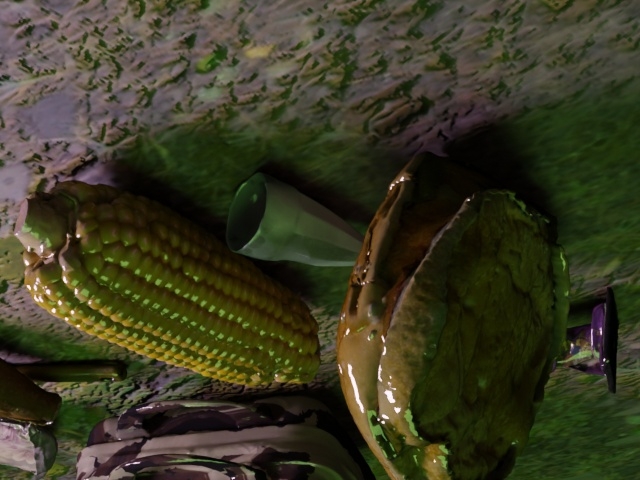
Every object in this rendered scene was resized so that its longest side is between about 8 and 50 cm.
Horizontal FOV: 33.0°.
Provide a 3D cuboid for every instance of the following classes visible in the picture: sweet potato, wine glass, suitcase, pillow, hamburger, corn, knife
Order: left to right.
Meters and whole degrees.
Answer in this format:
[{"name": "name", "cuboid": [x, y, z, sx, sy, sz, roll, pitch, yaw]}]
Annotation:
[{"name": "sweet potato", "cuboid": [-0.427, 0.147, 1.205, 0.286, 0.085, 0.112, 13, 162, -19]}, {"name": "pillow", "cuboid": [-0.463, 0.243, 1.380, 0.255, 0.059, 0.169, 8, 149, -4]}, {"name": "knife", "cuboid": [-0.392, 0.168, 1.283, 0.343, 0.027, 0.061, -2, 151, 8]}, {"name": "corn", "cuboid": [-0.129, 0.050, 0.979, 0.130, 0.130, 0.347, -24, 140, 36]}, {"name": "suitcase", "cuboid": [-0.115, 0.296, 1.313, 0.351, 0.194, 0.339, -10, 139, 18]}, {"name": "wine glass", "cuboid": [0.000, 0.000, 0.939, 0.155, 0.073, 0.073, 22, 143, -26]}, {"name": "hamburger", "cuboid": [0.101, 0.072, 0.873, 0.134, 0.265, 0.285, 13, 151, 34]}]

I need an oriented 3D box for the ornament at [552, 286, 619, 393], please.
[{"name": "ornament", "cuboid": [0.198, 0.110, 1.085, 0.203, 0.081, 0.088, -6, 146, 14]}]
